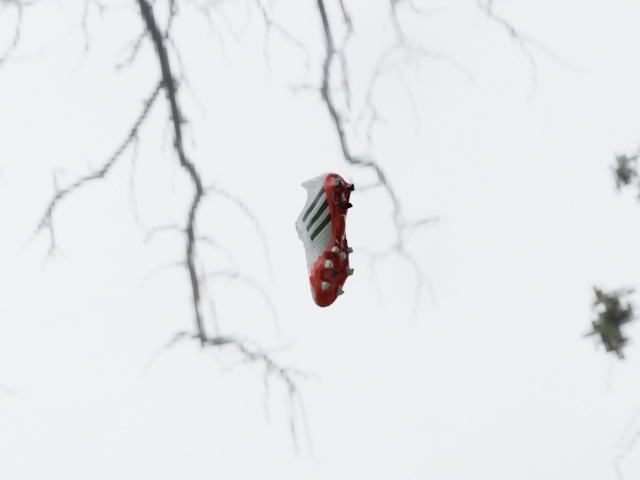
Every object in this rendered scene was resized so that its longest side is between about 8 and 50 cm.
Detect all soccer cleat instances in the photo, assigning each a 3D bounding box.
[{"bbox_3d":[0.000,0.000,1.033,0.036,0.083,0.029,-6,-16,38],"label":"soccer cleat"}]
